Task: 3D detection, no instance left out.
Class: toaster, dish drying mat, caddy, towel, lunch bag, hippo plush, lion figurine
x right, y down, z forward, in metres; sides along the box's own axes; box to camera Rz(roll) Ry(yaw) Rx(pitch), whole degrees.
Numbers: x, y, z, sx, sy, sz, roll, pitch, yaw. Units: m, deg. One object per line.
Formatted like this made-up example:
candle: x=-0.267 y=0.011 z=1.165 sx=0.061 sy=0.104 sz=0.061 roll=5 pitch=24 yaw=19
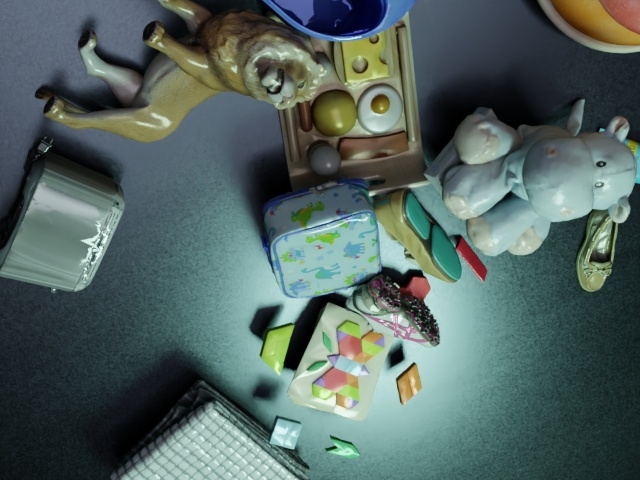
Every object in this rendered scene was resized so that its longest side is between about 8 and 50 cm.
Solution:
toaster: x=-0.384 y=-0.033 z=1.549 sx=0.146 sy=0.129 sz=0.227 roll=21 pitch=104 yaw=-23
dish drying mat: x=0.252 y=0.032 z=1.757 sx=0.008 sy=0.032 sz=0.083 roll=-21 pitch=121 yaw=36
caddy: x=-0.015 y=-0.418 z=1.399 sx=0.341 sy=0.179 sz=0.241 roll=38 pitch=92 yaw=-11
towel: x=-0.184 y=0.393 z=1.771 sx=0.235 sy=0.121 sz=0.283 roll=-42 pitch=115 yaw=9
lunch bag: x=0.000 y=0.000 z=1.610 sx=0.176 sy=0.090 sz=0.219 roll=-16 pitch=150 yaw=-3
hippo plush: x=0.353 y=-0.073 z=1.561 sx=0.294 sy=0.236 sz=0.235 roll=-9 pitch=106 yaw=-28
lion figurine: x=-0.200 y=-0.224 z=1.480 sx=0.392 sy=0.142 sz=0.240 roll=-17 pitch=147 yaw=38

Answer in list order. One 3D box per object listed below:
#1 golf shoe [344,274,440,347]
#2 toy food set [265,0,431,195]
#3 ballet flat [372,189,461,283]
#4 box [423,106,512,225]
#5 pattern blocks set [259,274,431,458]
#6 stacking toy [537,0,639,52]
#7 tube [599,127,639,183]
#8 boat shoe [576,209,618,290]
golf shoe: x=0.121 y=0.124 z=1.713 sx=0.086 sy=0.068 sz=0.186 roll=-31 pitch=127 yaw=31
toy food set: x=0.048 y=-0.212 z=1.579 sx=0.219 sy=0.092 sz=0.306 roll=-11 pitch=114 yaw=-7
ballet flat: x=0.154 y=-0.005 z=1.692 sx=0.073 sy=0.080 sz=0.232 roll=-10 pitch=140 yaw=29
box: x=0.265 y=-0.095 z=1.667 sx=0.145 sy=0.038 sz=0.186 roll=-50 pitch=122 yaw=-11
pattern blocks set: x=0.040 y=0.202 z=1.743 sx=0.285 sy=0.026 sz=0.325 roll=8 pitch=97 yaw=-15
stacking toy: x=0.506 y=-0.380 z=1.391 sx=0.350 sy=0.480 sz=0.351 roll=-4 pitch=113 yaw=-9
tube: x=0.545 y=-0.123 z=1.746 sx=0.207 sy=0.052 sz=0.080 roll=13 pitch=99 yaw=-10
boat shoe: x=0.474 y=0.020 z=1.785 sx=0.056 sy=0.048 sz=0.153 roll=4 pitch=111 yaw=-13
